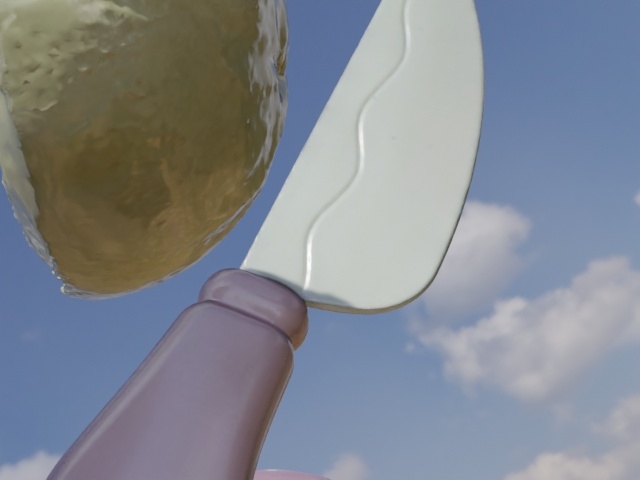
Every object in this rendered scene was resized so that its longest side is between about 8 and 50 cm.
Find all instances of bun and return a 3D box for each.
[{"bbox_3d":[-0.121,-0.145,0.864,0.202,0.364,0.364,-11,-23,-7],"label":"bun"}]

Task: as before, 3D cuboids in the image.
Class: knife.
[{"bbox_3d":[0.002,0.002,0.481,0.336,0.081,0.043,-60,-11,-30],"label":"knife"}]

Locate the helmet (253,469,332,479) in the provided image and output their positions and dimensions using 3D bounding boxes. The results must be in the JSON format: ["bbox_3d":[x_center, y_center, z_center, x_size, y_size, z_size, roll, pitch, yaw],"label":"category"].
[{"bbox_3d":[0.002,0.212,0.663,0.154,0.198,0.253,-33,-47,21],"label":"helmet"}]
